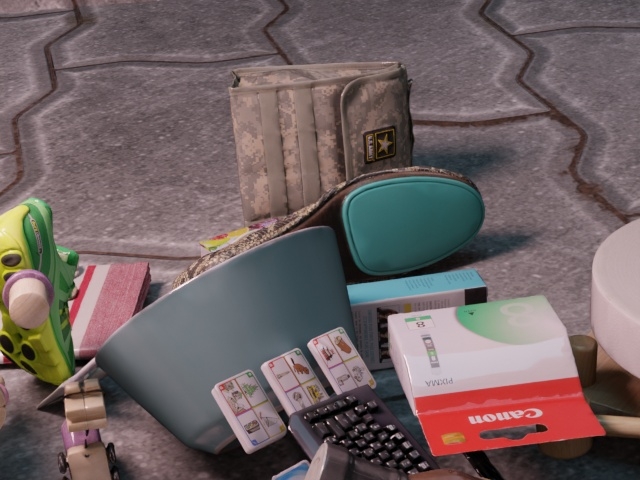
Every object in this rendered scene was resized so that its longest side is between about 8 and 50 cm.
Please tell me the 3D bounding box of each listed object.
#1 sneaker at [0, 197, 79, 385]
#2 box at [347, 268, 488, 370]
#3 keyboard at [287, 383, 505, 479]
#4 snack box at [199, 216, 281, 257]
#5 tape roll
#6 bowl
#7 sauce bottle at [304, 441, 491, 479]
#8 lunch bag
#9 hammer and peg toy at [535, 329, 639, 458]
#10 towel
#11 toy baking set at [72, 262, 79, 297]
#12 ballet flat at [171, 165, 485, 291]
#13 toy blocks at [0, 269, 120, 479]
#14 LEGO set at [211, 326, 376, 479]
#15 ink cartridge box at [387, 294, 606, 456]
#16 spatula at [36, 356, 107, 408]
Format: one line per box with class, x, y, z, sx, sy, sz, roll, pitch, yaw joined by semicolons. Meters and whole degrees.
sneaker;-0.335;0.070;1.715;0.109;0.295;0.123;23;51;21
box;0.089;0.105;1.788;0.244;0.100;0.060;-7;24;-8
keyboard;0.127;0.258;1.380;0.202;0.033;0.317;-13;50;-40
snack box;-0.094;0.013;2.093;0.141;0.037;0.100;-19;30;-30
tape roll;0.495;0.065;1.552;0.392;0.072;0.392;-2;25;1
bowl;-0.081;0.131;1.597;0.312;0.163;0.311;-29;-10;-5
sauce bottle;0.151;0.269;1.254;0.344;0.111;0.111;23;24;-7
lunch bag;0.010;-0.154;2.206;0.287;0.235;0.169;-5;19;-1
hammer and peg toy;0.393;0.175;1.560;0.266;0.127;0.361;14;30;30
towel;-0.409;0.108;1.941;0.329;0.037;0.237;-3;26;5
toy baking set;-0.458;0.040;2.009;0.197;0.030;0.256;-20;30;-25
ballet flat;0.000;0.000;1.984;0.483;0.164;0.182;-23;21;-28
toy blocks;-0.407;0.136;1.584;0.309;0.288;0.260;-10;22;-10
LEGO set;0.012;0.229;1.450;0.182;0.060;0.244;-23;75;-39
ink cartridge box;0.177;0.135;1.461;0.181;0.056;0.224;-7;22;-6
spatula;-0.235;0.133;1.707;0.168;0.019;0.242;-20;-12;-39
